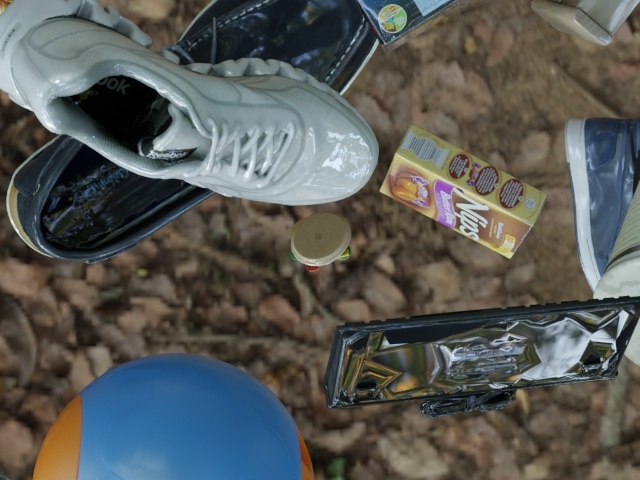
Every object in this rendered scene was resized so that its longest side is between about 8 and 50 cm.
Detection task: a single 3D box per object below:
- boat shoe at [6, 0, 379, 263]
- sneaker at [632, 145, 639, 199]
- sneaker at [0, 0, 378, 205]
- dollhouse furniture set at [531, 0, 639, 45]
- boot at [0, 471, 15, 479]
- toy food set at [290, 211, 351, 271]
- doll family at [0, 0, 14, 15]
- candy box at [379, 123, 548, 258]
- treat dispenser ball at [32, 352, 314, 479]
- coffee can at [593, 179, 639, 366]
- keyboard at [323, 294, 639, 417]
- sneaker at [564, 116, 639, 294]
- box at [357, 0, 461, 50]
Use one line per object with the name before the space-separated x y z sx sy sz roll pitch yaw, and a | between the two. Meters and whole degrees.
boat shoe | -0.127 -0.139 1.661 0.500 0.156 0.187 -35 108 0
sneaker | 0.411 -0.146 1.482 0.121 0.111 0.300 16 117 -10
sneaker | -0.080 -0.075 1.025 0.292 0.118 0.110 15 109 -30
dollhouse furniture set | 0.167 -0.348 1.340 0.355 0.303 0.174 35 94 -19
boot | -0.254 0.270 1.136 0.189 0.076 0.208 22 111 -25
toy food set | 0.000 0.000 1.931 0.083 0.083 0.020 -14 145 11
doll family | -0.338 -0.305 1.784 0.163 0.263 0.118 3 125 15
candy box | 0.172 -0.058 1.843 0.186 0.053 0.109 26 155 3
treat dispenser ball | -0.148 0.259 1.544 0.288 0.288 0.288 -2 128 -3
coffee can | 0.346 -0.036 1.160 0.201 0.275 0.201 21 153 11
keyboard | 0.092 0.069 0.883 0.180 0.023 0.108 -4 141 -10
sneaker | 0.379 -0.038 1.762 0.163 0.086 0.226 -4 106 19
box | 0.110 -0.217 1.250 0.159 0.233 0.044 -32 93 6
